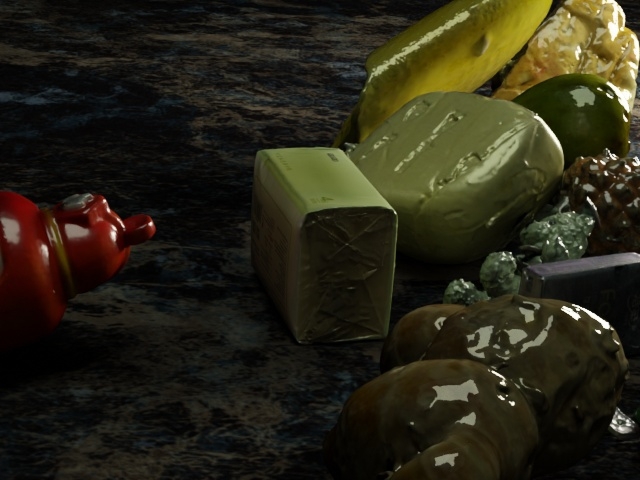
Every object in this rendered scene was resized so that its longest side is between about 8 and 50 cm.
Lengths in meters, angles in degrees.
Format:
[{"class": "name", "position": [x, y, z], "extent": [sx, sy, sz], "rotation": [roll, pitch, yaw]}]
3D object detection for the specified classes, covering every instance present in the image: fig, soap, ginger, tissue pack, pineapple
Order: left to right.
[{"class": "tissue pack", "position": [0.000, 0.000, 1.863], "extent": [0.125, 0.159, 0.234], "rotation": [-1, 20, -15]}, {"class": "soap", "position": [0.155, -0.242, 2.295], "extent": [0.427, 0.306, 0.115], "rotation": [-33, 77, -26]}, {"class": "ginger", "position": [0.127, 0.159, 1.445], "extent": [0.256, 0.176, 0.375], "rotation": [-7, 15, 25]}, {"class": "fig", "position": [0.319, -0.134, 2.174], "extent": [0.191, 0.181, 0.181], "rotation": [-6, 18, 9]}, {"class": "tissue pack", "position": [0.286, 0.075, 1.778], "extent": [0.156, 0.112, 0.051], "rotation": [-7, 23, -29]}, {"class": "pineapple", "position": [0.390, -0.027, 2.038], "extent": [0.193, 0.166, 0.166], "rotation": [13, 18, -7]}]

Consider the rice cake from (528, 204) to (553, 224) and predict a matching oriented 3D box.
[{"class": "rice cake", "position": [0.273, -0.054, 2.255], "extent": [0.211, 0.038, 0.124], "rotation": [4, 20, -4]}]

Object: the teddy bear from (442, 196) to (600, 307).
[{"class": "teddy bear", "position": [0.254, 0.038, 1.873], "extent": [0.213, 0.111, 0.133], "rotation": [-33, -1, -33]}]

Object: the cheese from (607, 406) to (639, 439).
[{"class": "cheese", "position": [0.269, 0.157, 1.656], "extent": [0.097, 0.037, 0.192], "rotation": [-4, 21, -20]}]

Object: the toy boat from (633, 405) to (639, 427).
[{"class": "toy boat", "position": [0.380, 0.170, 1.613], "extent": [0.104, 0.052, 0.210], "rotation": [21, 21, 34]}]

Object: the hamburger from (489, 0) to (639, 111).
[{"class": "hamburger", "position": [0.370, -0.205, 2.457], "extent": [0.209, 0.162, 0.330], "rotation": [36, 69, 5]}]

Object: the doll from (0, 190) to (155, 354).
[{"class": "doll", "position": [-0.342, 0.038, 1.655], "extent": [0.363, 0.160, 0.182], "rotation": [-19, 25, -8]}]

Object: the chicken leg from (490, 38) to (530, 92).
[{"class": "chicken leg", "position": [0.383, -0.242, 2.689], "extent": [0.211, 0.140, 0.361], "rotation": [-13, 26, 15]}]

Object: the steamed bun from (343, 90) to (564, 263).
[{"class": "steamed bun", "position": [0.162, -0.067, 2.068], "extent": [0.273, 0.166, 0.232], "rotation": [14, 53, 43]}]
